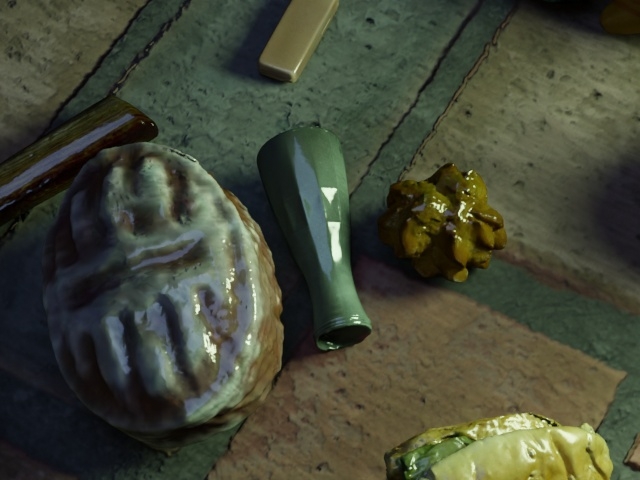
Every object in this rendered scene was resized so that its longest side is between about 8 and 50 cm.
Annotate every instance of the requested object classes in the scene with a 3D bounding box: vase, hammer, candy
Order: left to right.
[{"bbox_3d":[-0.352,-0.034,1.954,0.409,0.095,0.242,-34,60,-14],"label":"hammer"},{"bbox_3d":[-0.146,0.054,1.830,0.214,0.157,0.290,-21,65,13],"label":"candy"},{"bbox_3d":[0.000,0.000,1.885,0.086,0.086,0.214,-14,63,0],"label":"vase"}]

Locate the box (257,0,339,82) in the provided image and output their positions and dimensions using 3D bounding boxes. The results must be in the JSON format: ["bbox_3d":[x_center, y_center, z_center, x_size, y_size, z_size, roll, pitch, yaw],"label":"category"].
[{"bbox_3d":[-0.023,-0.218,2.045,0.048,0.025,0.115,20,65,14],"label":"box"}]

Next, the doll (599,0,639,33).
[{"bbox_3d":[0.409,-0.312,1.952,0.269,0.167,0.162,-37,41,-18],"label":"doll"}]

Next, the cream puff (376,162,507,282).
[{"bbox_3d":[0.117,-0.021,1.868,0.122,0.094,0.116,3,58,15],"label":"cream puff"}]

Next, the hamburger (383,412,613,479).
[{"bbox_3d":[0.166,0.222,1.691,0.207,0.155,0.135,-14,63,-8],"label":"hamburger"}]

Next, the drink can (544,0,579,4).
[{"bbox_3d":[0.275,-0.348,2.021,0.118,0.118,0.205,29,69,23],"label":"drink can"}]
